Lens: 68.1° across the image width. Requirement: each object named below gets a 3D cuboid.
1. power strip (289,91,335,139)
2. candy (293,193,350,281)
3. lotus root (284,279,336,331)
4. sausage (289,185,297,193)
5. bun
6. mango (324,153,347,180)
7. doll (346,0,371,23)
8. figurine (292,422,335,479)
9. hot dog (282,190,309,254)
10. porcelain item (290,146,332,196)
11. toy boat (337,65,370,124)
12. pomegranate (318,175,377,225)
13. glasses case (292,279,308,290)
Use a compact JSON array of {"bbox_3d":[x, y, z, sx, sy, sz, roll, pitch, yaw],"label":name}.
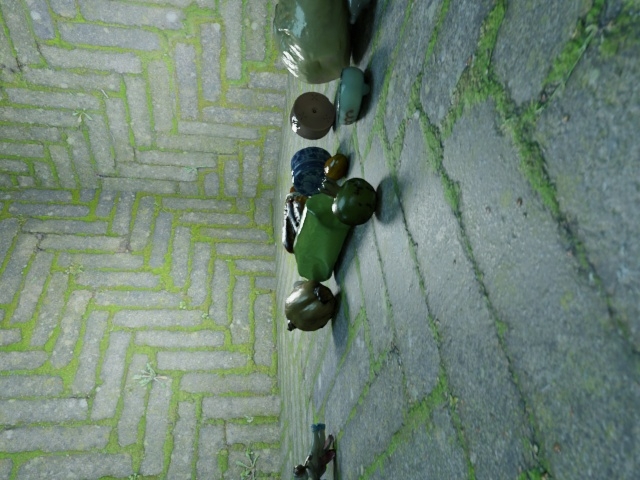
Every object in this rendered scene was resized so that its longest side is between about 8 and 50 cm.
[{"bbox_3d":[-0.030,-0.425,1.626,0.078,0.153,0.154,132,139,-71],"label":"power strip"},{"bbox_3d":[0.000,0.000,1.421,0.344,0.142,0.132,105,151,-55],"label":"candy"},{"bbox_3d":[-0.029,0.210,1.519,0.140,0.154,0.257,-49,2,-37],"label":"lotus root"},{"bbox_3d":[-0.102,-0.174,2.204,0.302,0.076,0.103,-109,23,-65],"label":"sausage"},{"bbox_3d":[-0.023,-0.613,1.298,0.361,0.212,0.362,1,-90,-81],"label":"bun"},{"bbox_3d":[0.046,-0.222,1.420,0.127,0.063,0.077,141,139,-76],"label":"mango"},{"bbox_3d":[0.104,-0.643,1.160,0.102,0.075,0.228,-157,81,-69],"label":"doll"},{"bbox_3d":[-0.012,0.681,1.399,0.205,0.102,0.261,42,-130,-70],"label":"figurine"},{"bbox_3d":[-0.098,-0.074,2.006,0.162,0.081,0.271,-5,86,38],"label":"hot dog"},{"bbox_3d":[-0.025,-0.226,1.583,0.147,0.147,0.114,105,162,-52],"label":"porcelain item"},{"bbox_3d":[0.087,-0.378,1.246,0.208,0.078,0.134,83,-164,-85],"label":"toy boat"},{"bbox_3d":[0.062,-0.097,1.089,0.115,0.142,0.114,-61,8,14],"label":"pomegranate"},{"bbox_3d":[-0.061,0.231,1.866,0.308,0.083,0.129,-174,87,-80],"label":"glasses case"}]
